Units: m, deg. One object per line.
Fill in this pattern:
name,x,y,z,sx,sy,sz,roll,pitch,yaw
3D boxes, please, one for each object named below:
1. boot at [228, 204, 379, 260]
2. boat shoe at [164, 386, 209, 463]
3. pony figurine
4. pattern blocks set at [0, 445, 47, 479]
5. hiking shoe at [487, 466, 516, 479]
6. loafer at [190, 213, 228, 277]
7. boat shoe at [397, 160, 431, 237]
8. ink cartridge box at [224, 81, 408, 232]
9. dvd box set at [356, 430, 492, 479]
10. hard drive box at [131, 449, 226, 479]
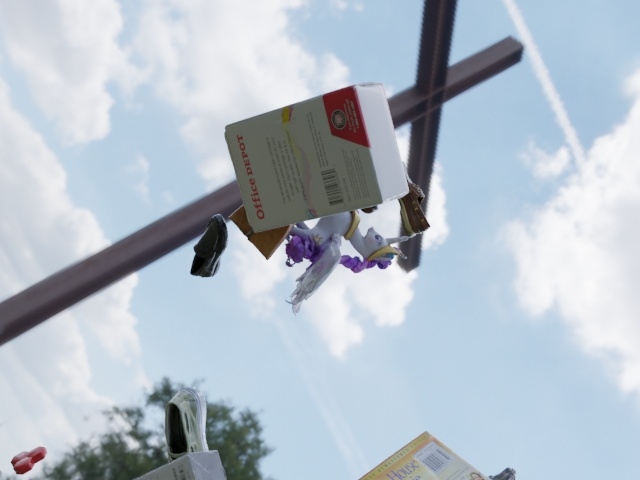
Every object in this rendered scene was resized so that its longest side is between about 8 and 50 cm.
boot,-0.039,-0.068,1.963,0.264,0.280,0.096,42,-4,20
boat shoe,-0.327,0.500,2.054,0.109,0.094,0.302,3,-77,31
pony figurine,0.000,0.000,2.215,0.363,0.351,0.303,48,-6,1
pattern blocks set,-0.750,0.559,1.813,0.285,0.325,0.026,-102,172,-71
hiking shoe,0.408,0.647,2.265,0.114,0.227,0.086,47,-22,43
loafer,-0.304,0.021,2.333,0.076,0.078,0.223,59,-37,34
boat shoe,0.201,-0.096,1.908,0.064,0.060,0.178,33,43,-67
ink cartridge box,-0.009,-0.159,1.662,0.306,0.131,0.226,-10,-83,33
dvd box set,0.285,0.568,1.673,0.420,0.307,0.062,34,-61,25
hard drive box,-0.268,0.499,1.523,0.232,0.089,0.181,-28,-111,23
